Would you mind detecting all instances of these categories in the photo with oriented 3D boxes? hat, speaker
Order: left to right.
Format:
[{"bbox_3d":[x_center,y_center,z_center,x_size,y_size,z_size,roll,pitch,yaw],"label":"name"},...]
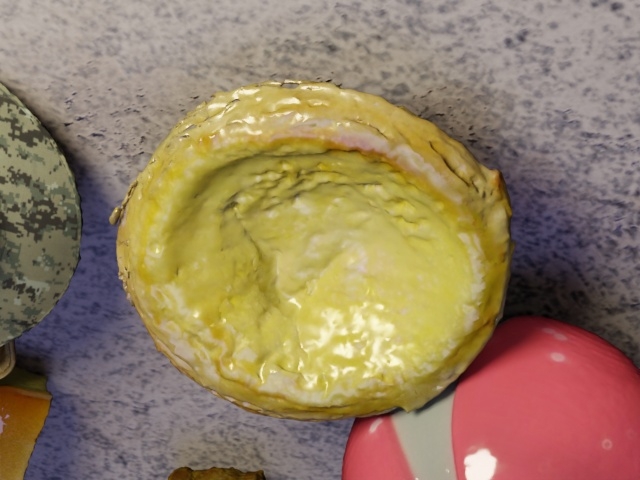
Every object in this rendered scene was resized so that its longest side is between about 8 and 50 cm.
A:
[{"bbox_3d":[-0.316,-0.014,1.204,0.265,0.128,0.266,1,103,3],"label":"hat"},{"bbox_3d":[0.169,0.198,1.367,0.294,0.294,0.294,1,135,1],"label":"speaker"}]

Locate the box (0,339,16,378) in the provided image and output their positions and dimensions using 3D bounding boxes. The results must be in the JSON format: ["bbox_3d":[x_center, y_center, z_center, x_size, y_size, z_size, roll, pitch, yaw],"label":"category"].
[{"bbox_3d":[-0.307,0.048,1.345,0.111,0.111,0.177,2,135,0],"label":"box"}]

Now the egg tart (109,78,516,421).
[{"bbox_3d":[0.000,0.000,1.253,0.315,0.120,0.315,4,123,5],"label":"egg tart"}]

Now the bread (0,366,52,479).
[{"bbox_3d":[-0.430,0.137,1.430,0.361,0.077,0.138,19,104,-17],"label":"bread"}]

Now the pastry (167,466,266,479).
[{"bbox_3d":[-0.095,0.308,1.542,0.103,0.189,0.189,-3,135,2],"label":"pastry"}]
